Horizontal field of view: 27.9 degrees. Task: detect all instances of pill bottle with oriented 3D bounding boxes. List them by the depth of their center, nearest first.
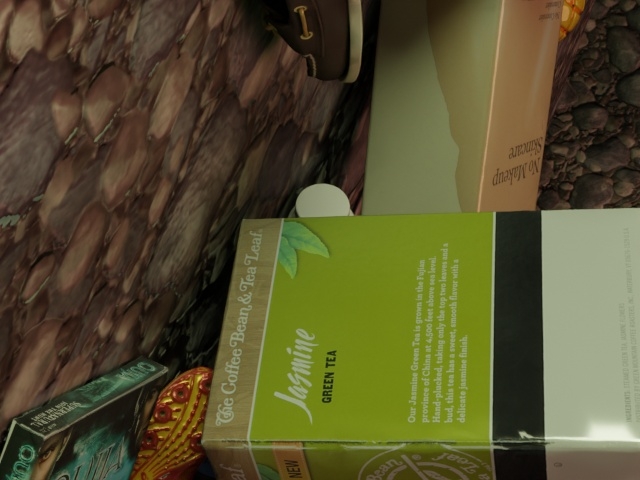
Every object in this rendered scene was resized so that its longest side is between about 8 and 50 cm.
[{"bbox_3d":[0.000,0.000,1.164,0.065,0.065,0.116,-60,166,-30],"label":"pill bottle"}]

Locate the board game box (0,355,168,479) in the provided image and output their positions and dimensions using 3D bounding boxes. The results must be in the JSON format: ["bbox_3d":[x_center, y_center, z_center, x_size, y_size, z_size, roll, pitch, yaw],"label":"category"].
[{"bbox_3d":[-0.163,0.152,0.833,0.126,0.026,0.186,-69,168,13],"label":"board game box"}]

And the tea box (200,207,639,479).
[{"bbox_3d":[0.104,0.160,1.043,0.329,0.324,0.220,76,17,-48],"label":"tea box"}]

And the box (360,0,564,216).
[{"bbox_3d":[0.126,-0.092,1.183,0.148,0.121,0.311,-23,122,-54],"label":"box"}]

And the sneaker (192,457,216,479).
[{"bbox_3d":[-0.082,0.177,1.158,0.152,0.058,0.084,-49,162,-66],"label":"sneaker"}]

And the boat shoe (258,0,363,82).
[{"bbox_3d":[-0.009,-0.167,0.816,0.227,0.069,0.081,88,-7,-68],"label":"boat shoe"}]

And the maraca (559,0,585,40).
[{"bbox_3d":[0.296,-0.314,1.809,0.186,0.099,0.127,-36,157,-13],"label":"maraca"}]

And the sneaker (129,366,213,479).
[{"bbox_3d":[-0.125,0.174,1.000,0.175,0.064,0.067,-64,-170,6],"label":"sneaker"}]
